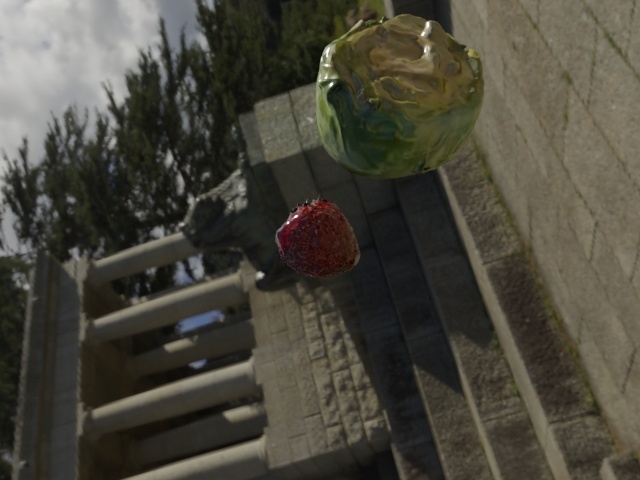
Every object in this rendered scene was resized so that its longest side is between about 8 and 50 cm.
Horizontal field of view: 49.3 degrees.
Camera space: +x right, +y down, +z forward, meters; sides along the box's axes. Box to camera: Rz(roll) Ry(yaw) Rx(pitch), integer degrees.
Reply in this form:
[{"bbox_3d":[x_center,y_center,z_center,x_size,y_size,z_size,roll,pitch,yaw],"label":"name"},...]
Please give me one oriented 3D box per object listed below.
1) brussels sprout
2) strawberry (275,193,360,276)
[{"bbox_3d":[0.066,-0.118,0.625,0.149,0.152,0.122,42,153,19],"label":"brussels sprout"},{"bbox_3d":[0.000,0.001,0.852,0.106,0.106,0.106,-17,-90,-85],"label":"strawberry"}]
